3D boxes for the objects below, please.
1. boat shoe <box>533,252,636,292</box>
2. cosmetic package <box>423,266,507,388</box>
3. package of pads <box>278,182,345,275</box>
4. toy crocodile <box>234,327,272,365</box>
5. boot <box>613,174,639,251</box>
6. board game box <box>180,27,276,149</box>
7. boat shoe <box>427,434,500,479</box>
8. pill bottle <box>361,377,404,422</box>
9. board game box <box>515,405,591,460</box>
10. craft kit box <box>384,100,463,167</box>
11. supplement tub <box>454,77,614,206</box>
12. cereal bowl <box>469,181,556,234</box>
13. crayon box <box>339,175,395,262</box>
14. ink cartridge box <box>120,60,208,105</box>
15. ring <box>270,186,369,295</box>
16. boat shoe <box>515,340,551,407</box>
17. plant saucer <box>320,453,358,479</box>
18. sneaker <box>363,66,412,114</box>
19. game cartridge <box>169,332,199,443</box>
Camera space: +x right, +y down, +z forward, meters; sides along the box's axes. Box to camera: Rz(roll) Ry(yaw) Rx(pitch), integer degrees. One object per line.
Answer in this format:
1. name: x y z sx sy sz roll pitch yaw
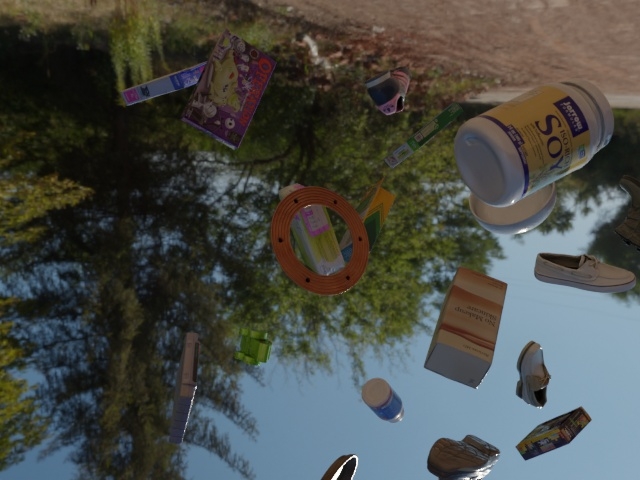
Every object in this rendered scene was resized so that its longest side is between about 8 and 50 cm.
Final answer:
1. boat shoe: 0.763 0.081 1.537 0.267 0.088 0.096 10 -143 30
2. cosmetic package: 0.400 0.229 1.448 0.153 0.129 0.296 20 -134 10
3. package of pads: -0.031 -0.037 1.803 0.101 0.297 0.229 -25 -161 -12
4. toy crocodile: -0.227 0.372 1.868 0.105 0.115 0.340 12 171 -19
5. boot: 0.931 -0.080 1.577 0.083 0.161 0.246 26 -155 -28
6. board game box: -0.304 -0.507 1.784 0.208 0.347 0.056 28 166 -30
7. boat shoe: 0.392 0.628 1.457 0.132 0.130 0.355 21 -179 41
8. pill bottle: 0.265 0.666 2.183 0.124 0.221 0.124 -20 -137 20
9. board game box: 0.647 0.537 1.476 0.141 0.170 0.048 -20 -113 -38
10. craft kit box: 0.388 -0.398 2.019 0.250 0.061 0.246 -40 -174 -19
11. supplement tub: 0.539 -0.254 1.355 0.331 0.241 0.241 -27 -161 -11
12. cereal bowl: 0.785 -0.150 2.155 0.338 0.141 0.339 -20 -138 19
13. crayon box: 0.189 -0.079 2.139 0.083 0.323 0.203 30 158 -9
14. ink cartridge box: -0.527 -0.560 1.878 0.311 0.065 0.186 -11 -157 25
15. ring: 0.000 0.000 1.588 0.336 0.337 0.032 -6 168 -31
16. boat shoe: 0.791 0.493 1.946 0.113 0.302 0.103 -31 -141 -20
17. plant saucer: 0.040 0.866 1.857 0.041 0.278 0.278 27 -157 28
18. sneaker: 0.231 -0.475 1.700 0.112 0.131 0.319 -19 -169 32
19. game cartridge: -0.496 0.529 1.951 0.068 0.230 0.355 15 -156 -17
